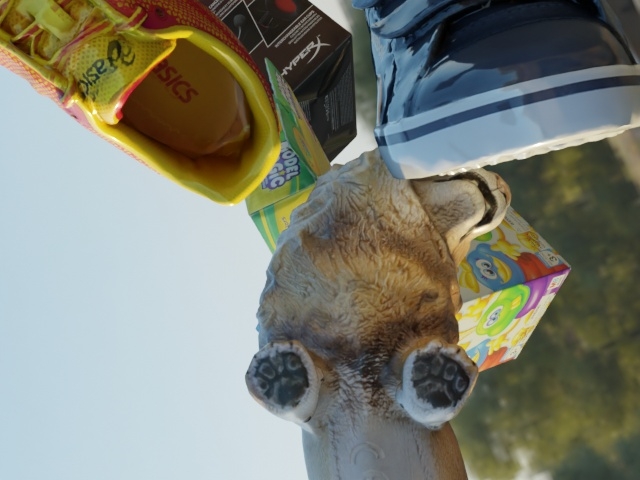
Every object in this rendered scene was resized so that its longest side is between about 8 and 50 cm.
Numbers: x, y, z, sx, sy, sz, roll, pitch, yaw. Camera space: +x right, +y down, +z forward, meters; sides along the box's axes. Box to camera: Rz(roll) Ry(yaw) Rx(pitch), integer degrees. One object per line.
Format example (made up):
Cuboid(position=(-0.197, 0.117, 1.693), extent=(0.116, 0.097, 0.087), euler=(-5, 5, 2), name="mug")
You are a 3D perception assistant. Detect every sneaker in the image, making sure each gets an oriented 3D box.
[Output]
Cuboid(position=(-0.076, -0.073, 0.473), extent=(0.175, 0.064, 0.067), euler=(31, -168, -30), name="sneaker")
Cuboid(position=(0.078, -0.103, 0.820), extent=(0.321, 0.126, 0.127), euler=(-94, -9, -84), name="sneaker")

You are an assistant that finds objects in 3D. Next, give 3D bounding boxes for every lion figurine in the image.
Cuboid(position=(0.046, 0.144, 0.856), extent=(0.240, 0.142, 0.392), euler=(-5, -90, -87), name="lion figurine")

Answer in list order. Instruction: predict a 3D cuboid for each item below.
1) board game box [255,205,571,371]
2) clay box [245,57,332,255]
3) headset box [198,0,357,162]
Cuboid(position=(0.097, 0.058, 1.692), extent=(0.275, 0.142, 0.144), euler=(-16, -127, -43), name="board game box")
Cuboid(position=(0.000, 0.000, 1.077), extent=(0.222, 0.053, 0.127), euler=(60, -173, -33), name="clay box")
Cuboid(position=(-0.107, -0.200, 1.636), extent=(0.293, 0.110, 0.218), euler=(39, 164, 18), name="headset box")
